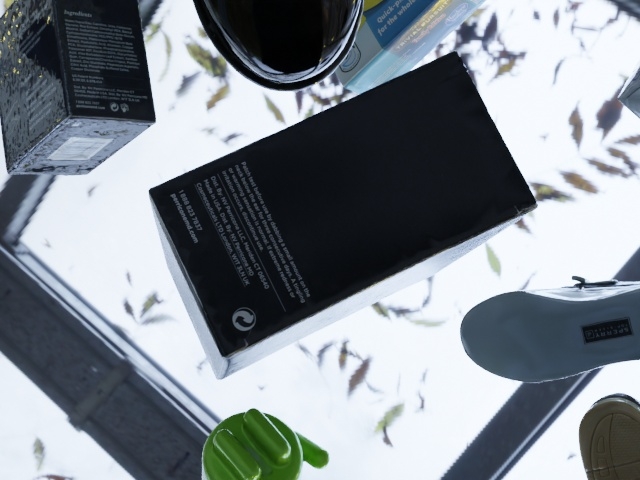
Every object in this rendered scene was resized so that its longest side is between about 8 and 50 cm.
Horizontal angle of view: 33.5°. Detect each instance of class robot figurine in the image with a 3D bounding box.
[{"bbox_3d":[-0.047,0.160,0.719,0.101,0.115,0.067,-35,-116,-27],"label":"robot figurine"}]

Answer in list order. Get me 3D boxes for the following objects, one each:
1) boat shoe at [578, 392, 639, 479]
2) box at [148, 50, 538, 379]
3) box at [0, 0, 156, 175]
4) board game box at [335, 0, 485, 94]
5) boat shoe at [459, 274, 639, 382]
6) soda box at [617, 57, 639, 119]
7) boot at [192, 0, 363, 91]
[{"bbox_3d":[0.367,0.269,1.113,0.103,0.092,0.285,-33,-81,31],"label":"boat shoe"},{"bbox_3d":[0.000,0.000,0.664,0.184,0.261,0.103,-23,-97,-10],"label":"box"},{"bbox_3d":[-0.241,-0.161,1.022,0.093,0.156,0.158,-1,-105,-38],"label":"box"},{"bbox_3d":[0.074,-0.393,1.387,0.254,0.079,0.336,-41,-122,27],"label":"board game box"},{"bbox_3d":[0.317,0.093,1.242,0.306,0.105,0.113,-17,-95,32],"label":"boat shoe"},{"bbox_3d":[0.385,-0.201,1.013,0.098,0.091,0.286,41,-130,-3],"label":"soda box"},{"bbox_3d":[-0.028,-0.213,0.634,0.131,0.348,0.260,-8,-148,-3],"label":"boot"}]
